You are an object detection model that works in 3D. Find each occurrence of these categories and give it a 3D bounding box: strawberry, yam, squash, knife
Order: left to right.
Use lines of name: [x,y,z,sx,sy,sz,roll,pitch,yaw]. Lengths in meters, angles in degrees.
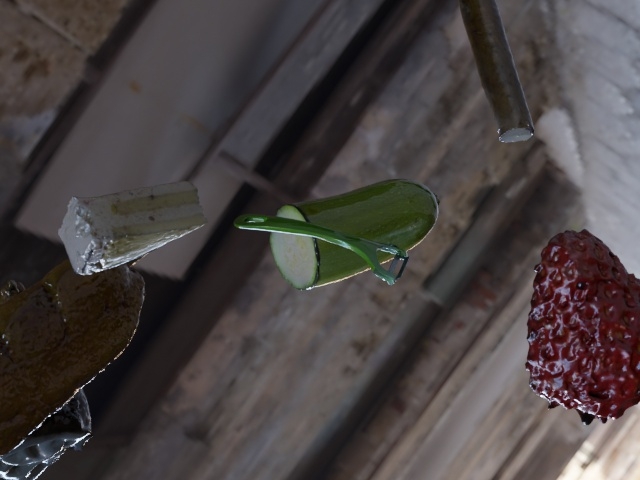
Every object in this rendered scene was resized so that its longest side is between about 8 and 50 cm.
knife: [0.001,-0.002,1.235,0.166,0.023,0.078,17,-161,7]
squash: [0.047,-0.012,1.392,0.188,0.095,0.095,-15,-145,-32]
yam: [0.198,-0.240,1.575,0.046,0.046,0.264,32,-139,-65]
strawberry: [0.333,0.103,1.547,0.111,0.190,0.237,24,139,55]

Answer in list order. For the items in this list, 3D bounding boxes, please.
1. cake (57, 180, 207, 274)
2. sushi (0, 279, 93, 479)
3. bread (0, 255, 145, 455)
cake: [-0.145,-0.018,1.066,0.052,0.121,0.065,59,156,21]
sushi: [-0.415,0.198,1.520,0.234,0.348,0.208,12,-124,-61]
bread: [-0.288,0.103,1.382,0.084,0.344,0.124,-11,115,47]
